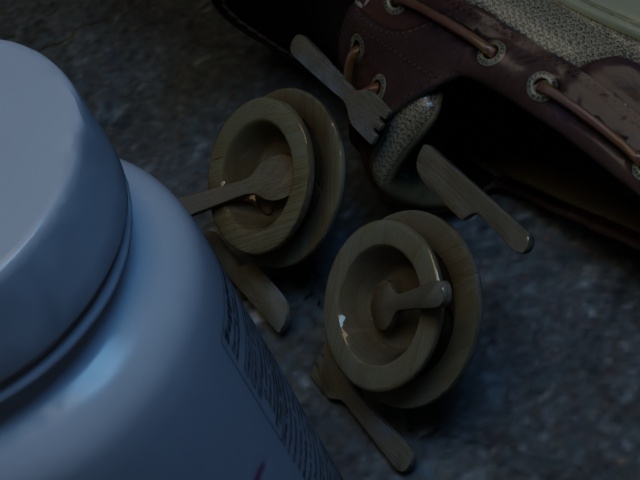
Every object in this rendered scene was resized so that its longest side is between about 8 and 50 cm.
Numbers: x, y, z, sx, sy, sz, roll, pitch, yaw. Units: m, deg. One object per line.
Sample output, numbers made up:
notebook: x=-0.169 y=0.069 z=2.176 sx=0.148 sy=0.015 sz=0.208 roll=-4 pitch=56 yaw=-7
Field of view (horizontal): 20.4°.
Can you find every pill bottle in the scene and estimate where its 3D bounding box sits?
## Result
pill bottle: x=-0.097 y=0.067 z=0.675 sx=0.160 sy=0.283 sz=0.160 roll=-12 pitch=48 yaw=14

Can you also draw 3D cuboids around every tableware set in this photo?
tableware set: x=0.000 y=0.000 z=0.807 sx=0.194 sy=0.039 sz=0.128 roll=46 pitch=119 yaw=40

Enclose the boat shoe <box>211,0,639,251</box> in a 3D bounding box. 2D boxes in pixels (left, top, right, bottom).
boat shoe: x=0.059 y=-0.075 z=0.848 sx=0.342 sy=0.123 sz=0.123 roll=25 pitch=66 yaw=32
